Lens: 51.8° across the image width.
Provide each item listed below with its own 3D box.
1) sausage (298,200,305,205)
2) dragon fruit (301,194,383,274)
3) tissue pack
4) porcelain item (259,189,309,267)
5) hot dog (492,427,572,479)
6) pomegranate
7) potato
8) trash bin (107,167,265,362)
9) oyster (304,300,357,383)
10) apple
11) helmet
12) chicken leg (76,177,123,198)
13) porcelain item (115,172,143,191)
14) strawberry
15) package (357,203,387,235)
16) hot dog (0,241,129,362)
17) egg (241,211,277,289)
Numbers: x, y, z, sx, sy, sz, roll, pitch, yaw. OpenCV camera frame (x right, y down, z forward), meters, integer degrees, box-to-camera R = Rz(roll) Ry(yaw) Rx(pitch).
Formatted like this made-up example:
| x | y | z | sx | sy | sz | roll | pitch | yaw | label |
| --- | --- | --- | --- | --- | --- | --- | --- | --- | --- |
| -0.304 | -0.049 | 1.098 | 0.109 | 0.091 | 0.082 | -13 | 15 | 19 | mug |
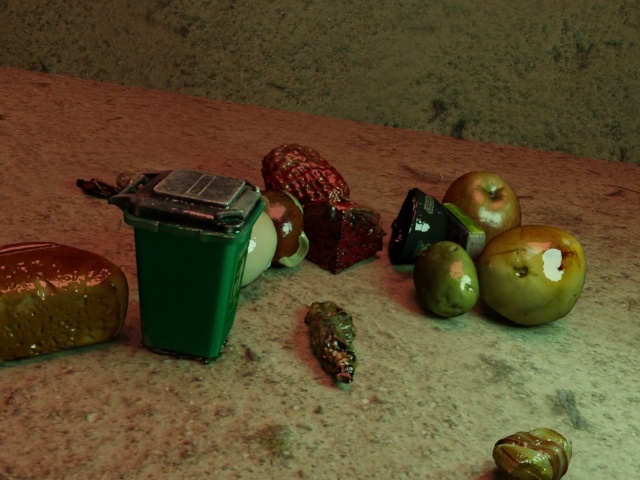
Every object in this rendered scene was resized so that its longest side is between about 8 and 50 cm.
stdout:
| x | y | z | sx | sy | sz | roll | pitch | yaw | label |
| --- | --- | --- | --- | --- | --- | --- | --- | --- | --- |
| -0.104 | -0.124 | 2.294 | 0.089 | 0.083 | 0.300 | 15 | 26 | 8 | sausage |
| -0.004 | -0.022 | 2.018 | 0.330 | 0.302 | 0.240 | 6 | 54 | 23 | dragon fruit |
| 0.444 | 0.003 | 2.120 | 0.073 | 0.173 | 0.235 | -3 | 27 | -12 | tissue pack |
| -0.143 | -0.022 | 1.942 | 0.253 | 0.253 | 0.253 | 8 | 24 | -4 | porcelain item |
| 0.403 | 0.427 | 1.265 | 0.123 | 0.093 | 0.261 | 20 | 9 | 41 | hot dog |
| 0.596 | 0.098 | 1.856 | 0.319 | 0.319 | 0.319 | 8 | 24 | -4 | pomegranate |
| 0.343 | 0.105 | 1.834 | 0.148 | 0.197 | 0.228 | 12 | 51 | -14 | potato |
| -0.299 | 0.049 | 1.462 | 0.295 | 0.381 | 0.259 | 11 | 23 | 4 | trash bin |
| 0.040 | 0.231 | 1.589 | 0.128 | 0.079 | 0.345 | 14 | 20 | -12 | oyster |
| 0.567 | -0.108 | 2.322 | 0.277 | 0.250 | 0.309 | -7 | 31 | -34 | apple |
| 0.320 | -0.030 | 2.095 | 0.160 | 0.231 | 0.279 | 18 | 36 | -8 | helmet |
| -0.735 | -0.174 | 2.195 | 0.205 | 0.053 | 0.093 | 21 | 2 | 7 | chicken leg |
| -0.617 | -0.169 | 2.201 | 0.213 | 0.084 | 0.054 | 28 | 57 | 35 | porcelain item |
| -0.041 | -0.232 | 2.271 | 0.336 | 0.149 | 0.265 | 25 | 27 | 28 | strawberry |
| 0.113 | -0.072 | 2.253 | 0.226 | 0.090 | 0.168 | 9 | 24 | -5 | package |
| -0.631 | 0.125 | 1.402 | 0.405 | 0.185 | 0.223 | -8 | 31 | -35 | hot dog |
| -0.257 | -0.010 | 1.716 | 0.286 | 0.174 | 0.264 | -40 | 61 | -17 | egg |
